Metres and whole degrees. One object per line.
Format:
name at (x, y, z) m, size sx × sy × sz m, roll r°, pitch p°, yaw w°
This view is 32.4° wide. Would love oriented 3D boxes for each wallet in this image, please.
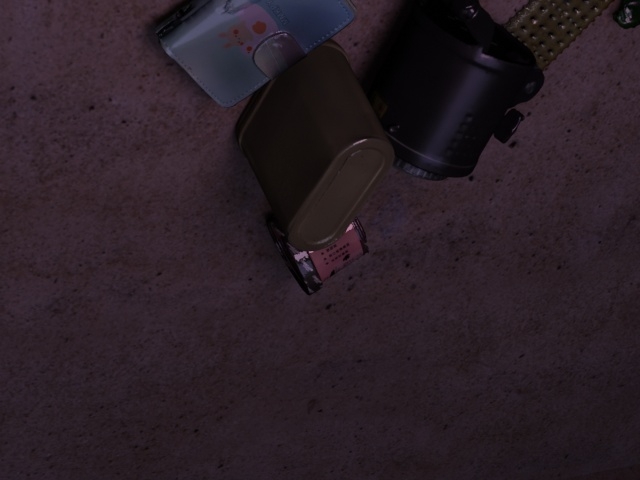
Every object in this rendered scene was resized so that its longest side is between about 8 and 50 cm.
wallet at (-0.090, -0.314, 1.574) m, size 0.250 × 0.075 × 0.176 m, roll -33°, pitch 135°, yaw 12°

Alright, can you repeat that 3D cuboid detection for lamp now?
lamp at (0.180, -0.228, 1.672) m, size 0.272 × 0.205 × 0.374 m, roll -50°, pitch 145°, yaw 12°

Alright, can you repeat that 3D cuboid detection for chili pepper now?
chili pepper at (0.573, -0.421, 1.790) m, size 0.216 × 0.062 × 0.108 m, roll -34°, pitch 132°, yaw 12°

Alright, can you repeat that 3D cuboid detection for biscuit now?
biscuit at (0.377, -0.357, 1.795) m, size 0.203 × 0.016 × 0.144 m, roll -43°, pitch 136°, yaw 20°

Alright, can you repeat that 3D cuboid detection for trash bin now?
trash bin at (-0.010, -0.147, 1.660) m, size 0.121 × 0.247 × 0.243 m, roll 10°, pitch 128°, yaw -36°

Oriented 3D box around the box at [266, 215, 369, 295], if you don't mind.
box at (0.000, 0.000, 1.900) m, size 0.135 × 0.151 × 0.151 m, roll -28°, pitch 140°, yaw -8°
